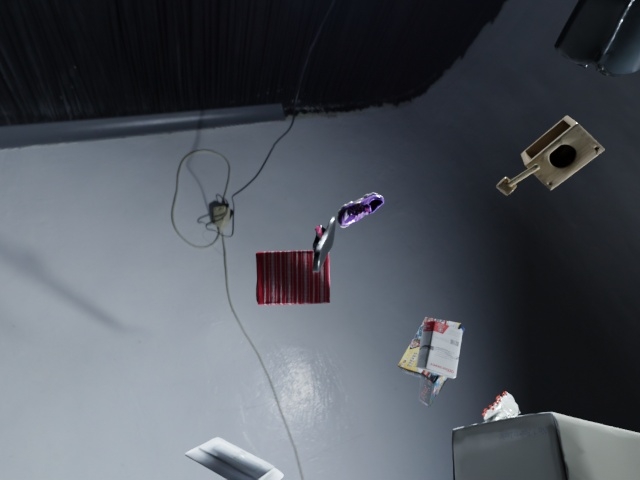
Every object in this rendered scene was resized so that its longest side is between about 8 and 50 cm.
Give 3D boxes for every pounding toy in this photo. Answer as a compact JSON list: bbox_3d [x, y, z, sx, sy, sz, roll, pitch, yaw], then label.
[{"bbox_3d":[0.513,-0.163,0.906,0.094,0.206,0.181,43,32,-1],"label":"pounding toy"}]

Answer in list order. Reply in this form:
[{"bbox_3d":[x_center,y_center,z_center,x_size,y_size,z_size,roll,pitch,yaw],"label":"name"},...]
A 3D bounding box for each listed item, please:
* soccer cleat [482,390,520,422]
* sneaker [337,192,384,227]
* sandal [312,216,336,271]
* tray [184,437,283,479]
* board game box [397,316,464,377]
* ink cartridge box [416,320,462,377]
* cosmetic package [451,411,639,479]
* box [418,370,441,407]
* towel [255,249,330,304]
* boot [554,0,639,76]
[{"bbox_3d":[0.545,0.510,1.184,0.196,0.068,0.076,0,46,-51],"label":"soccer cleat"},{"bbox_3d":[0.129,-0.101,1.294,0.170,0.071,0.068,-34,109,-5],"label":"sneaker"},{"bbox_3d":[0.000,0.000,0.809,0.040,0.067,0.179,9,29,12],"label":"sandal"},{"bbox_3d":[-0.252,0.657,1.188,0.271,0.145,0.030,13,87,24],"label":"tray"},{"bbox_3d":[0.422,0.410,1.523,0.243,0.165,0.042,-51,119,-26],"label":"board game box"},{"bbox_3d":[0.334,0.306,1.123,0.100,0.056,0.135,22,70,-13],"label":"ink cartridge box"},{"bbox_3d":[0.310,0.267,0.398,0.310,0.160,0.113,18,56,-11],"label":"cosmetic package"},{"bbox_3d":[0.380,0.427,1.292,0.044,0.232,0.159,29,60,31],"label":"box"},{"bbox_3d":[-0.103,0.136,1.463,0.276,0.031,0.198,-1,89,4],"label":"towel"},{"bbox_3d":[0.478,-0.325,0.538,0.247,0.207,0.094,20,64,21],"label":"boot"}]
